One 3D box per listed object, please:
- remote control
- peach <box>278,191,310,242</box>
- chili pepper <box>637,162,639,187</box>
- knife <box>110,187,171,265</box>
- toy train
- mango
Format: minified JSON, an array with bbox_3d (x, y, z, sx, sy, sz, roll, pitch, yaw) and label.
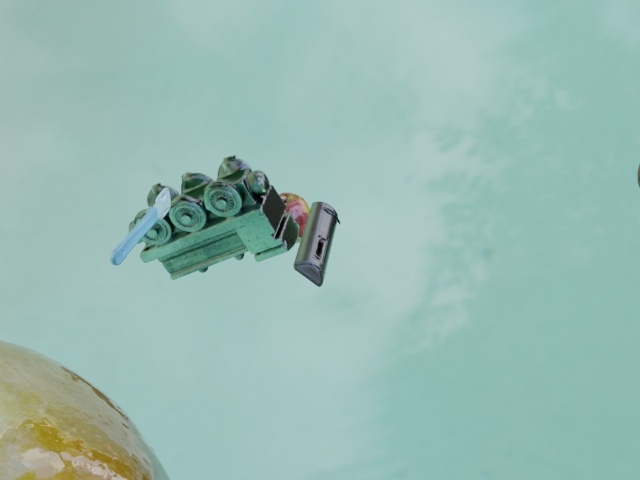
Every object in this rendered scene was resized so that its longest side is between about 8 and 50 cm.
[{"bbox_3d":[0.000,0.000,1.126,0.034,0.016,0.091,36,37,-17],"label":"remote control"},{"bbox_3d":[-0.033,-0.022,1.806,0.077,0.050,0.083,-63,148,-51],"label":"peach"},{"bbox_3d":[0.533,-0.183,1.637,0.092,0.368,0.137,26,55,-16],"label":"chili pepper"},{"bbox_3d":[-0.161,-0.012,1.195,0.096,0.010,0.027,-54,154,-40],"label":"knife"},{"bbox_3d":[-0.116,-0.016,1.399,0.111,0.170,0.071,58,27,-23],"label":"toy train"},{"bbox_3d":[-0.225,0.180,0.930,0.199,0.384,0.221,-45,118,-23],"label":"mango"}]
